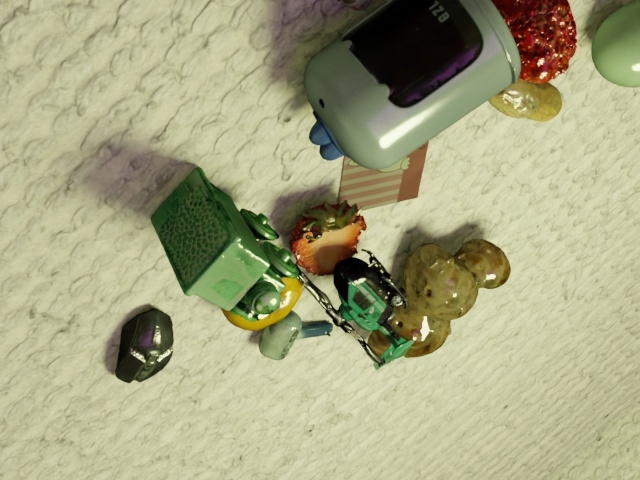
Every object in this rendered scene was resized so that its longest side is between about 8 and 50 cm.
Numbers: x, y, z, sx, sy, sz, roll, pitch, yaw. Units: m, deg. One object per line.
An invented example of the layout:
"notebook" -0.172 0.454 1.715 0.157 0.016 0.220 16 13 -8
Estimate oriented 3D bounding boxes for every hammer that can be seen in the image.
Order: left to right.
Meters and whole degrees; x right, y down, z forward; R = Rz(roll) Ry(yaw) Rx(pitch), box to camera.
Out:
"hammer" -0.041 0.198 1.943 0.194 0.069 0.116 -2 128 -45

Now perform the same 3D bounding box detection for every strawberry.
"strawberry" -0.002 -0.005 1.769 0.167 0.087 0.208 -15 153 -24
"strawberry" 0.376 -0.370 1.610 0.184 0.201 0.187 -23 160 22

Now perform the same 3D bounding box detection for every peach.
"peach" -0.118 0.097 1.758 0.179 0.103 0.179 -22 140 -20

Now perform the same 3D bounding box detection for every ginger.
"ginger" 0.251 0.142 2.010 0.256 0.176 0.375 17 117 -48

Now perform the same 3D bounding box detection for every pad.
"pad" 0.133 -0.183 1.751 0.202 0.005 0.299 -14 134 -25

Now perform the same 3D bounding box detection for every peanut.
"peanut" 0.406 -0.289 1.791 0.214 0.099 0.099 6 124 -45

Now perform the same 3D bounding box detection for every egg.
"egg" 0.652 -0.398 1.795 0.231 0.168 0.168 -25 138 -18

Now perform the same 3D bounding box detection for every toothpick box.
"toothpick box" 0.131 -0.264 1.507 0.355 0.263 0.263 -35 139 0

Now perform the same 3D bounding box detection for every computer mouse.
"computer mouse" -0.338 0.215 1.742 0.106 0.062 0.192 0 126 -35

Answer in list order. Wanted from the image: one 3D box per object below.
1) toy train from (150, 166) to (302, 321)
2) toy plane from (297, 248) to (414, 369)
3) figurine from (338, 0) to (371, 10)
"toy train" -0.157 0.017 1.539 0.145 0.266 0.202 -47 131 10
"toy plane" 0.101 0.143 1.837 0.155 0.106 0.381 -36 135 5
"figurine" 0.068 -0.444 1.413 0.260 0.102 0.205 -20 172 -22
